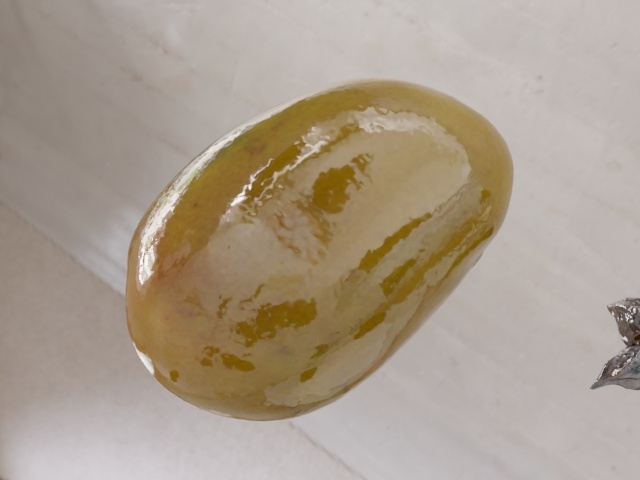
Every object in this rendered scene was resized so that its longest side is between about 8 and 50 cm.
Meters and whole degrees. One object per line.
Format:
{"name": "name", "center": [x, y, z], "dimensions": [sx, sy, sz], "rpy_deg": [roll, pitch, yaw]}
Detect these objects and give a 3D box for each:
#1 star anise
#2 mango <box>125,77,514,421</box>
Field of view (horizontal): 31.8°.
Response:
{"name": "star anise", "center": [0.409, 0.101, 1.188], "dimensions": [0.218, 0.148, 0.227], "rpy_deg": [54, 144, 23]}
{"name": "mango", "center": [0.000, 0.000, 1.184], "dimensions": [0.300, 0.446, 0.232], "rpy_deg": [55, 177, 14]}
